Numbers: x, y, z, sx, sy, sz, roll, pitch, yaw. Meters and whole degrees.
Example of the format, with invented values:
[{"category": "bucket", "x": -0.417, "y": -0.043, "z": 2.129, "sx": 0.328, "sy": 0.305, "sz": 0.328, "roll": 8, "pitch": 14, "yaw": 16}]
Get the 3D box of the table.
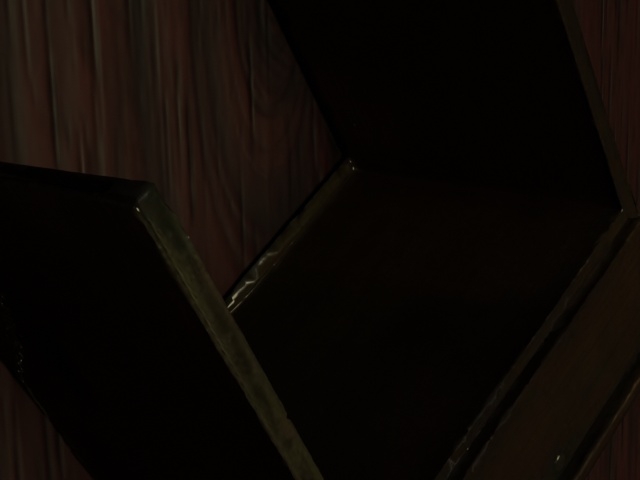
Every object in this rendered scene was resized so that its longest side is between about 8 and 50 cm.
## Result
[{"category": "table", "x": 0.000, "y": 0.000, "z": 0.600, "sx": 0.250, "sy": 0.196, "sz": 0.282, "roll": -48, "pitch": 130, "yaw": -28}]
